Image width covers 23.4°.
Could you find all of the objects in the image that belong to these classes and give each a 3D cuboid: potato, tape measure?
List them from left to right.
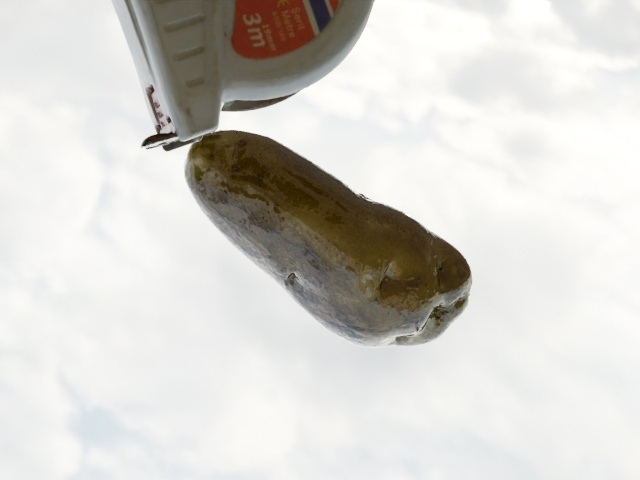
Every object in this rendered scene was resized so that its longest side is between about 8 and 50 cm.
[{"bbox_3d":[-0.083,-0.236,1.404,0.265,0.258,0.130,-20,-179,-17],"label":"tape measure"},{"bbox_3d":[0.000,0.000,1.795,0.369,0.176,0.195,34,-165,-2],"label":"potato"}]
